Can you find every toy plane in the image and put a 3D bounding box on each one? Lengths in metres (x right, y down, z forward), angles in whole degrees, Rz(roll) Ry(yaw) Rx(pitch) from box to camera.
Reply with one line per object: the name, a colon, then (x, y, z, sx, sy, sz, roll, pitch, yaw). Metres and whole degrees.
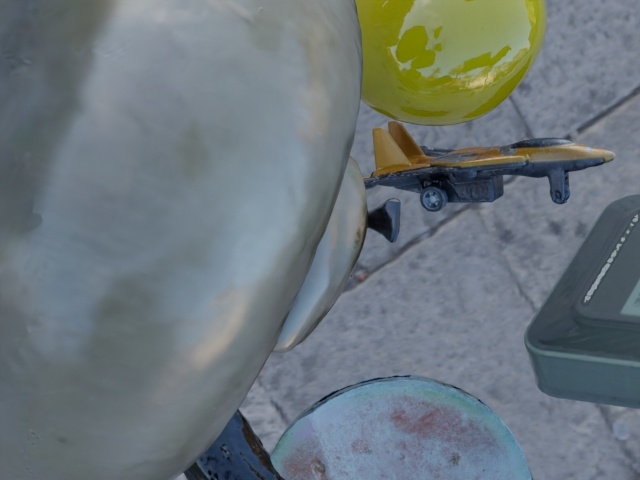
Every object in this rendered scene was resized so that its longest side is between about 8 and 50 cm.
toy plane: (0.215, -0.088, 1.432, 0.204, 0.316, 0.103, -30, 123, -58)

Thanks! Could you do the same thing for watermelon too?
watermelon: (0.080, 0.243, 1.394, 0.321, 0.175, 0.188, -13, 98, 3)

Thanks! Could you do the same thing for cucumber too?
cucumber: (-0.046, 0.227, 0.911, 0.303, 0.072, 0.081, 54, 39, -8)

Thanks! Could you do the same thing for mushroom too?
mushroom: (-0.087, -0.021, 0.629, 0.294, 0.362, 0.362, 25, 69, -24)

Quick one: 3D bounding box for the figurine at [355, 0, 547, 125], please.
figurine: (0.110, -0.246, 1.197, 0.215, 0.344, 0.187, -28, 117, 7)

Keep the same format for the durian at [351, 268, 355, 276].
durian: (0.010, -0.002, 1.545, 0.095, 0.137, 0.221, 10, 31, 0)

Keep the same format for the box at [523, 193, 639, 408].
box: (0.518, 0.074, 1.515, 0.396, 0.396, 0.111, -49, 129, -40)
